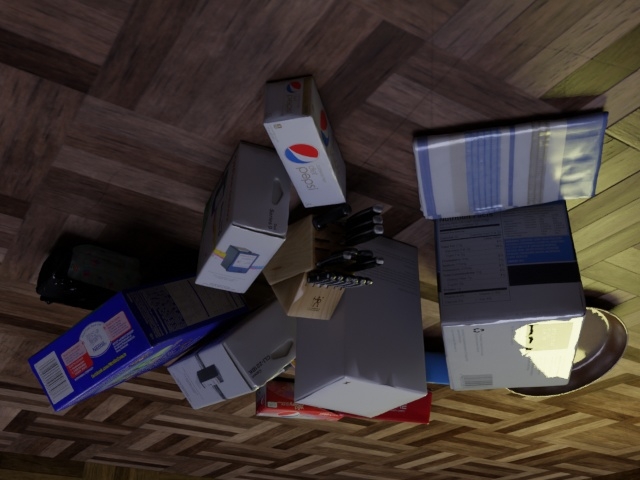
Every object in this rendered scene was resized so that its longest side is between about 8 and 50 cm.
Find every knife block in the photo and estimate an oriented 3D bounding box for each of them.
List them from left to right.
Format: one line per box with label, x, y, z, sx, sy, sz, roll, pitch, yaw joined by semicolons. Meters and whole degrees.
knife block;0.000;0.000;1.207;0.088;0.276;0.242;11;116;-30

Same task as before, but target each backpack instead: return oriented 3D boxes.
backpack;-0.436;0.075;1.368;0.182;0.115;0.152;18;158;-30

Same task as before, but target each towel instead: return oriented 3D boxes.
towel;0.288;-0.113;1.105;0.284;0.034;0.209;-8;147;10

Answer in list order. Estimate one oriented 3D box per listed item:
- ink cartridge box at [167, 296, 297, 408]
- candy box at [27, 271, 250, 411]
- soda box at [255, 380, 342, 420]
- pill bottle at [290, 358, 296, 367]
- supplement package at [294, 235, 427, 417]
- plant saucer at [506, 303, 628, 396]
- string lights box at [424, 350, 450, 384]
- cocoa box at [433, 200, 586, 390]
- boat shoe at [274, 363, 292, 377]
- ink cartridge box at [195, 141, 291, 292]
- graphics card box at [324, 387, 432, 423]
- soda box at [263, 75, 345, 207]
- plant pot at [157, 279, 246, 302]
ink cartridge box;-0.158;0.224;1.433;0.273;0.197;0.114;-29;96;51
candy box;-0.331;0.175;1.344;0.268;0.122;0.317;-33;171;24
soda box;-0.053;0.469;2.069;0.263;0.084;0.092;10;149;-22
pill bottle;-0.015;0.234;1.634;0.117;0.117;0.215;5;150;-8
supplement package;0.069;0.153;1.313;0.177;0.293;0.175;18;146;-27
plant saucer;0.545;0.247;1.636;0.310;0.050;0.311;-3;130;-4
string lights box;0.220;0.311;1.773;0.259;0.077;0.133;7;171;-10
cocoa box;0.334;0.108;1.293;0.231;0.228;0.347;-5;150;11
boat shoe;-0.181;0.337;1.811;0.091;0.114;0.302;38;139;-16
ink cartridge box;-0.124;-0.031;1.133;0.093;0.154;0.212;14;149;-20
graphics card box;0.104;0.393;1.815;0.232;0.094;0.371;9;173;-16
soda box;-0.018;-0.136;1.027;0.069;0.074;0.216;-7;150;13
plant pot;-0.283;0.151;1.583;0.236;0.032;0.236;1;151;0
